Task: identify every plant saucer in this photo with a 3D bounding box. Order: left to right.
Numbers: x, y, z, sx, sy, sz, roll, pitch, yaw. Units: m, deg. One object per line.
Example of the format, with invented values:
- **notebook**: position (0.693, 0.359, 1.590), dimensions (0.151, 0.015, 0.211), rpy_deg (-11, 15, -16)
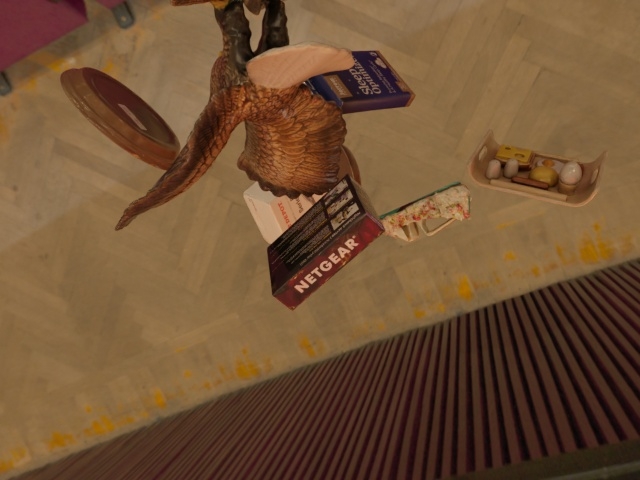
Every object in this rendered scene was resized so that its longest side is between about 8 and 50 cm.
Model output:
- **plant saucer**: position (-0.387, -0.250, 1.085), dimensions (0.041, 0.278, 0.278), rpy_deg (-44, 86, 12)
- **plant saucer**: position (0.056, -0.153, 1.257), dimensions (0.029, 0.168, 0.168), rpy_deg (-15, 95, -16)

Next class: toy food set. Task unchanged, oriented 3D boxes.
- **toy food set**: position (0.554, -0.204, 1.372), dimensions (0.306, 0.219, 0.092), rpy_deg (17, 133, 22)

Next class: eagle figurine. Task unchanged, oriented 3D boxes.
- **eagle figurine**: position (-0.086, -0.129, 0.560), dimensions (0.227, 0.225, 0.298), rpy_deg (15, 122, 5)

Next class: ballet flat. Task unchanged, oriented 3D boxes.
- **ballet flat**: position (0.183, -0.040, 1.027), dimensions (0.241, 0.091, 0.077), rpy_deg (-22, 87, 48)

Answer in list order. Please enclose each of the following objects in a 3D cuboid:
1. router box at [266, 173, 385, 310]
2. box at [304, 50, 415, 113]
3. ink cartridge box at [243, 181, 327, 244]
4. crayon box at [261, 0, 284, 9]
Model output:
- **router box**: position (0.000, 0.000, 0.782), dimensions (0.179, 0.133, 0.046), rpy_deg (-42, 118, 15)
- **box**: position (0.059, -0.300, 1.011), dimensions (0.136, 0.225, 0.036), rpy_deg (58, 143, 22)
- **ink cartridge box**: position (-0.054, -0.126, 1.492), dimensions (0.115, 0.273, 0.198), rpy_deg (25, 150, 39)
- **crayon box**: position (-0.203, -0.521, 0.936), dimensions (0.319, 0.202, 0.081), rpy_deg (28, 120, -4)
